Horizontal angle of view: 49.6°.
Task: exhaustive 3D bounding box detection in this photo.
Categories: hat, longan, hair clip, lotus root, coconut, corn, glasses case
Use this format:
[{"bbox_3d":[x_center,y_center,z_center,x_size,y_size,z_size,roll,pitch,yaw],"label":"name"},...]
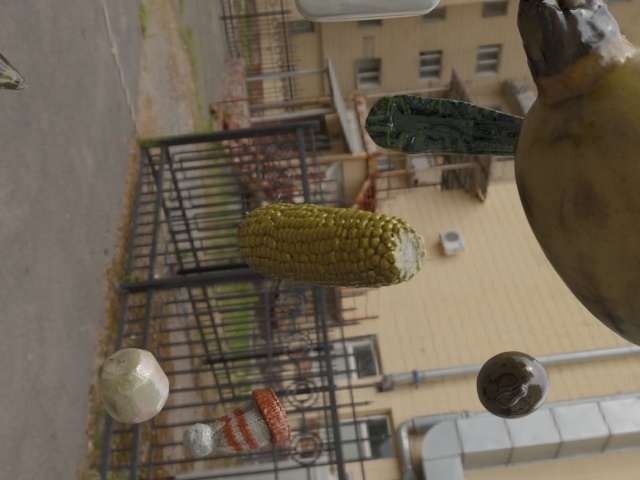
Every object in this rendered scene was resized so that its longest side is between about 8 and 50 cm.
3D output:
[{"bbox_3d":[-0.131,0.297,1.075,0.094,0.162,0.112,62,-16,23],"label":"hat"},{"bbox_3d":[0.278,0.212,1.005,0.119,0.106,0.106,-18,103,-70],"label":"longan"},{"bbox_3d":[0.156,-0.119,0.753,0.036,0.229,0.066,-4,104,-61],"label":"hair clip"},{"bbox_3d":[0.230,-0.050,0.496,0.310,0.182,0.183,53,5,-10],"label":"lotus root"},{"bbox_3d":[-0.296,0.237,1.107,0.110,0.110,0.124,-98,174,-57],"label":"coconut"},{"bbox_3d":[0.001,0.005,0.765,0.260,0.091,0.091,4,-59,50],"label":"corn"},{"bbox_3d":[0.061,-0.322,0.884,0.049,0.193,0.074,-155,-122,-77],"label":"glasses case"}]

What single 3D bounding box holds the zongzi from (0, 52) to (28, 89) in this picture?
[{"bbox_3d":[-0.567,-0.233,0.647,0.432,0.403,0.208,35,60,-58],"label":"zongzi"}]
